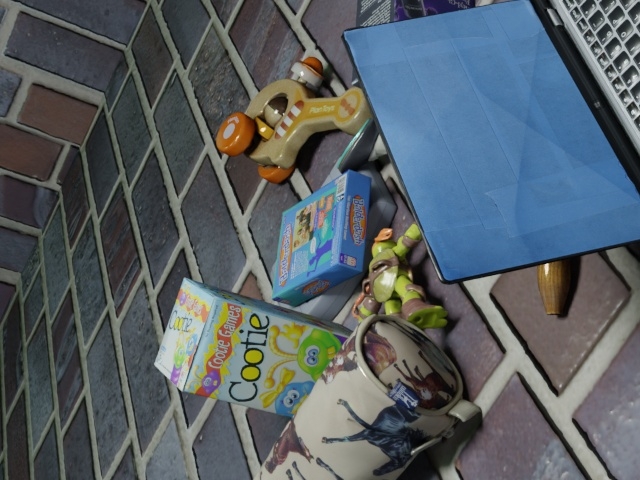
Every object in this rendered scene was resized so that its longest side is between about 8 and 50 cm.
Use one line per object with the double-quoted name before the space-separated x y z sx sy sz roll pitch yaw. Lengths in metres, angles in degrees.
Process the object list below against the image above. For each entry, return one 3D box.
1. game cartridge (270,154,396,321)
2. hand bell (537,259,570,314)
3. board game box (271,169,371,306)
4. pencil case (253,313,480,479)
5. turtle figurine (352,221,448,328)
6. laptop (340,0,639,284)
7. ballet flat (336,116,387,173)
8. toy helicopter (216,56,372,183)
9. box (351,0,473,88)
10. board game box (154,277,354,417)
"game cartridge" 0.015 0.015 1.796 0.294 0.060 0.196 -58 34 24
"hand bell" 0.278 -0.033 1.304 0.126 0.126 0.242 -14 74 59
"board game box" 0.000 0.000 1.720 0.210 0.047 0.160 -29 49 54
"pencil case" 0.028 0.301 1.464 0.183 0.160 0.410 48 121 27
"turtle figurine" 0.113 0.053 1.545 0.269 0.087 0.217 -56 31 28
"laptop" 0.276 -0.204 1.155 0.408 0.236 0.382 -47 47 35
"ballet flat" 0.102 -0.183 1.730 0.203 0.074 0.074 -60 27 1
"toy helicopter" -0.018 -0.238 1.977 0.355 0.140 0.235 2 66 51
"box" 0.141 -0.313 1.653 0.108 0.153 0.207 -33 47 50
"board game box" -0.081 0.170 1.626 0.144 0.275 0.142 22 93 64
